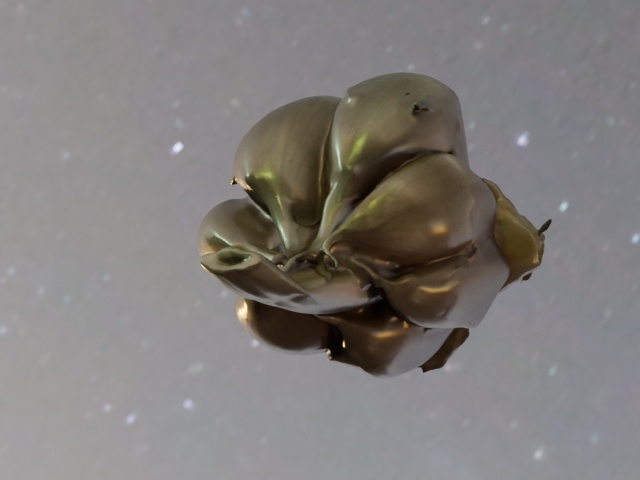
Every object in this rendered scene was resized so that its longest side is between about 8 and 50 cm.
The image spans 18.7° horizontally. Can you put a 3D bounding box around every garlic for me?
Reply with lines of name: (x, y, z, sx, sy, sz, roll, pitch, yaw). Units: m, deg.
garlic: (0.000, 0.000, 0.797, 0.131, 0.194, 0.127, -35, -101, 31)
